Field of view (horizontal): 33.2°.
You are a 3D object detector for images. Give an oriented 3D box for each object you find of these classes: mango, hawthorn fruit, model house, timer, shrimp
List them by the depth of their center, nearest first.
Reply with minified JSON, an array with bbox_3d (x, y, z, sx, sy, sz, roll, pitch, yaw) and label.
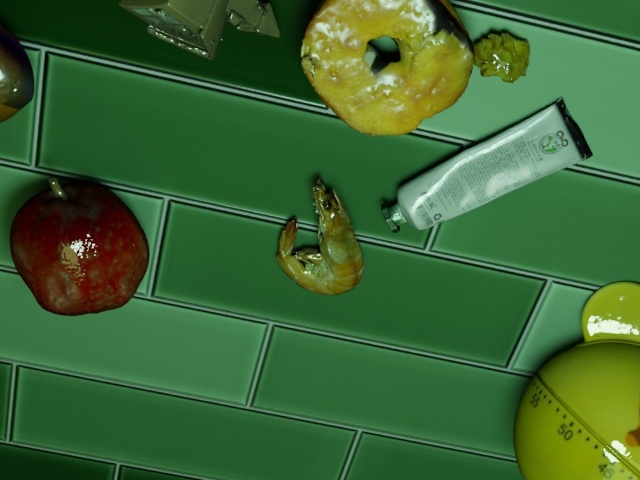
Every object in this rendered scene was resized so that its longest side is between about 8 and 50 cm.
[{"bbox_3d":[-0.149,-0.343,1.507,0.176,0.180,0.248,15,170,41],"label":"model house"},{"bbox_3d":[-0.551,-0.270,1.555,0.287,0.152,0.201,21,114,-16],"label":"mango"},{"bbox_3d":[-0.387,0.000,1.724,0.215,0.215,0.249,-8,118,9],"label":"hawthorn fruit"},{"bbox_3d":[0.000,0.000,1.783,0.150,0.068,0.248,5,131,5],"label":"shrimp"},{"bbox_3d":[0.530,0.309,1.837,0.376,0.376,0.387,39,94,-23],"label":"timer"}]

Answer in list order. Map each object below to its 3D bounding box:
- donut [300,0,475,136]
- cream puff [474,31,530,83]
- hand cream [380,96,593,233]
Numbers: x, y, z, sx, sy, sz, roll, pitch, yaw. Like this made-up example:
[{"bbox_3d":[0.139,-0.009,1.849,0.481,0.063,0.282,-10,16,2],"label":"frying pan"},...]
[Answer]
[{"bbox_3d":[0.095,-0.272,1.546,0.253,0.118,0.253,2,124,3],"label":"donut"},{"bbox_3d":[0.266,-0.267,1.575,0.083,0.058,0.083,-28,119,19],"label":"cream puff"},{"bbox_3d":[0.255,-0.105,1.700,0.336,0.076,0.121,-26,126,12],"label":"hand cream"}]
